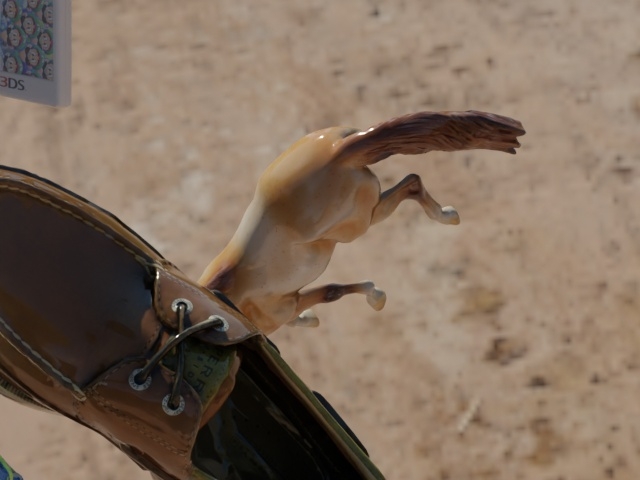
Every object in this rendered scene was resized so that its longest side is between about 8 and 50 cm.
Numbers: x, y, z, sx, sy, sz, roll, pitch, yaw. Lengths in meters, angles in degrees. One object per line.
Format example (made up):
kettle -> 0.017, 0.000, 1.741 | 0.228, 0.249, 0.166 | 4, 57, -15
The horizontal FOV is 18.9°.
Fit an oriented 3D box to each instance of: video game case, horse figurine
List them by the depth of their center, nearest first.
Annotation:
horse figurine -> 0.000, 0.000, 1.133 | 0.174, 0.263, 0.066 | 0, 50, -49
video game case -> -0.249, -0.191, 1.514 | 0.143, 0.157, 0.019 | 14, 18, 39

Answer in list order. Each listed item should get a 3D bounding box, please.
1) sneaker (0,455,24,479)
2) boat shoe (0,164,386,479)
sneaker -> -0.186, 0.095, 0.875 | 0.091, 0.240, 0.126 | 36, 33, 23
boat shoe -> -0.075, 0.061, 0.970 | 0.104, 0.307, 0.111 | -3, 53, 54
